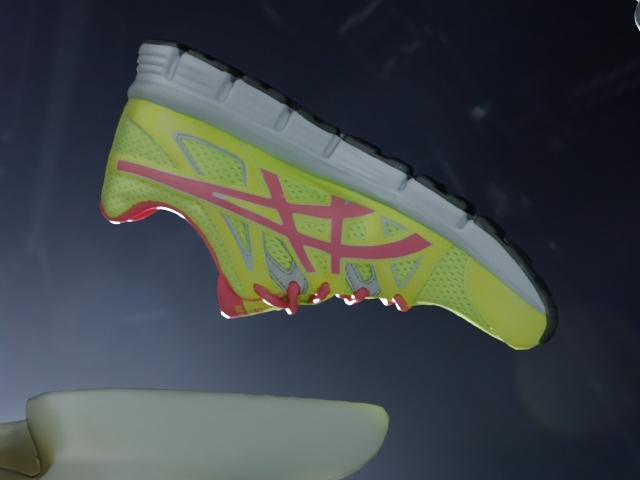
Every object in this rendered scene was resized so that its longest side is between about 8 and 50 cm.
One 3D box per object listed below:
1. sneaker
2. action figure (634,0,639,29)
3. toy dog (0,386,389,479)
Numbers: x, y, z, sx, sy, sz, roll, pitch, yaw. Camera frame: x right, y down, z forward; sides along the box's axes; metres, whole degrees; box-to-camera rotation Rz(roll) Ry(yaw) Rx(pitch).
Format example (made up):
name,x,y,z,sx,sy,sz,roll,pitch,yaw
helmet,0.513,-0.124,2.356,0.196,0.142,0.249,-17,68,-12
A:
name,x,y,z,sx,sy,sz,roll,pitch,yaw
sneaker,0.000,0.000,0.718,0.094,0.208,0.081,-61,172,3
action figure,0.166,-0.054,0.677,0.063,0.232,0.137,-31,-176,0
toy dog,-0.138,0.265,0.632,0.284,0.395,0.408,-9,-101,29
